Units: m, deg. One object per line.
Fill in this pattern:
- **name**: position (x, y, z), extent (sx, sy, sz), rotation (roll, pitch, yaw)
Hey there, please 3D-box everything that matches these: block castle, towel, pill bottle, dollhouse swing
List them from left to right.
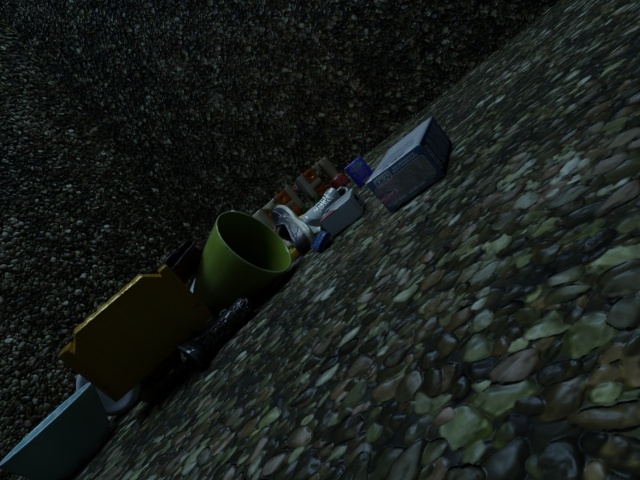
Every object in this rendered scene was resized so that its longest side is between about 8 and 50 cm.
- **pill bottle**: position (-0.706, 0.458, 1.775), extent (0.210, 0.210, 0.363), rotation (-40, 8, 4)
- **dollhouse swing**: position (-0.556, 0.232, 1.454), extent (0.347, 0.315, 0.305), rotation (-43, 36, -16)
- **block castle**: position (-0.088, -0.138, 2.149), extent (0.453, 0.213, 0.303), rotation (-41, 4, -18)
- **towel**: position (0.000, 0.000, 1.545), extent (0.067, 0.029, 0.119), rotation (-65, 9, -2)

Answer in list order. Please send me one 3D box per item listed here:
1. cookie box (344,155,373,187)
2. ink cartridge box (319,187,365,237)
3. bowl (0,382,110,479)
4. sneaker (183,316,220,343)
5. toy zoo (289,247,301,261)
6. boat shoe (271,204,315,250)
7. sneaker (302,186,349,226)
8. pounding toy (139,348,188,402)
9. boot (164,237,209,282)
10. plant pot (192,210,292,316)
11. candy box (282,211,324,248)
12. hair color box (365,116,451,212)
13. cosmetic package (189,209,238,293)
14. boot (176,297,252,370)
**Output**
- **cookie box**: position (0.172, -0.302, 2.156), extent (0.092, 0.107, 0.040), rotation (-39, 7, 6)
- **ink cartridge box**: position (0.075, -0.093, 1.616), extent (0.127, 0.072, 0.175), rotation (-39, 9, 16)
- **bowl**: position (-0.757, 0.591, 1.456), extent (0.311, 0.163, 0.311), rotation (-40, 8, 7)
- **sneaker**: position (-0.448, 0.323, 1.689), extent (0.252, 0.103, 0.111), rotation (-36, 8, 33)
- **toy zoo**: position (-0.179, 0.115, 1.816), extent (0.293, 0.030, 0.192), rotation (-44, 9, -22)
- **boat shoe**: position (-0.121, -0.047, 1.806), extent (0.092, 0.103, 0.285), rotation (-31, 39, -18)
- **sneaker**: position (0.021, -0.132, 1.756), extent (0.232, 0.090, 0.115), rotation (-35, -36, -40)
- **pounding toy**: position (-0.497, 0.410, 1.552), extent (0.183, 0.110, 0.237), rotation (-35, 34, -12)
- **boot**: position (-0.415, 0.049, 1.600), extent (0.248, 0.090, 0.207), rotation (-50, -3, -31)
- **plant pot**: position (-0.286, 0.105, 1.598), extent (0.293, 0.274, 0.275), rotation (-52, 3, 24)
- **candy box**: position (-0.074, -0.043, 1.876), extent (0.206, 0.027, 0.105), rotation (-24, 60, 33)
- **hair color box**: position (0.253, -0.218, 1.347), extent (0.174, 0.105, 0.347), rotation (-36, 9, 29)
- **cosmetic package**: position (-0.380, 0.094, 1.937), extent (0.217, 0.156, 0.385), rotation (-20, 45, 66)
- **boot**: position (-0.289, 0.248, 1.399), extent (0.229, 0.091, 0.263), rotation (-43, 6, -11)
